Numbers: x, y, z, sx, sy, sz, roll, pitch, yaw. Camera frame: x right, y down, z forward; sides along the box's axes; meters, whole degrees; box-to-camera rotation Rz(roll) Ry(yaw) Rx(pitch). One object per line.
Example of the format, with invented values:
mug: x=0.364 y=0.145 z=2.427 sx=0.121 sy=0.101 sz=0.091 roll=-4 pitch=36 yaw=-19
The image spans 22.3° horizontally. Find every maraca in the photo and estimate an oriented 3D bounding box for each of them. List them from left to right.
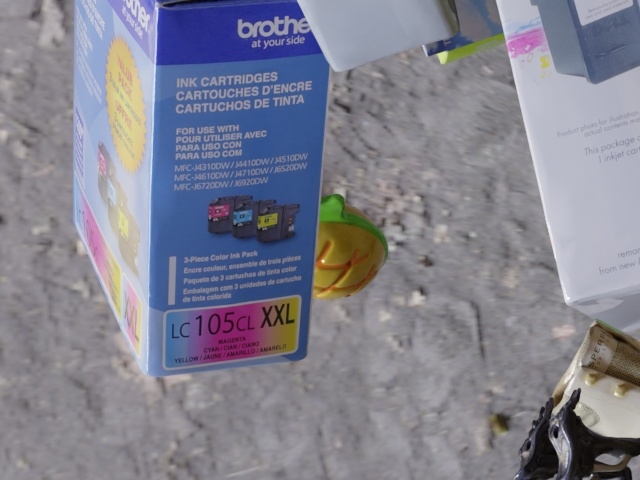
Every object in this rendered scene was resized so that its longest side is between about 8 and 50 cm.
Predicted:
maraca: x=0.000 y=0.000 z=1.711 sx=0.127 sy=0.185 sz=0.099 roll=-17 pitch=56 yaw=16

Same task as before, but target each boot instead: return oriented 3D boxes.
boot: x=0.326 y=0.130 z=1.421 sx=0.203 sy=0.262 sz=0.095 roll=30 pitch=59 yaw=2

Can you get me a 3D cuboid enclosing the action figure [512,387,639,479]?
action figure: x=0.305 y=0.208 z=1.306 sx=0.276 sy=0.164 sz=0.141 roll=29 pitch=66 yaw=0

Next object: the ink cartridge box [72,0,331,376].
ink cartridge box: x=-0.105 y=-0.127 z=1.328 sx=0.270 sy=0.151 sz=0.395 roll=-126 pitch=36 yaw=-52

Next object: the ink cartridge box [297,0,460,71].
ink cartridge box: x=-0.021 y=-0.244 z=0.670 sx=0.060 sy=0.239 sz=0.275 roll=-18 pitch=43 yaw=12

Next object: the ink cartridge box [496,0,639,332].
ink cartridge box: x=0.194 y=-0.129 z=1.066 sx=0.119 sy=0.207 sz=0.353 roll=-15 pitch=77 yaw=17

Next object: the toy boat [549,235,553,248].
toy boat: x=0.295 y=0.019 z=1.243 sx=0.151 sy=0.231 sz=0.151 roll=-20 pitch=78 yaw=57

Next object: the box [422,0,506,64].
box: x=0.176 y=-0.263 z=1.750 sx=0.178 sy=0.042 sz=0.109 roll=-19 pitch=75 yaw=-9
